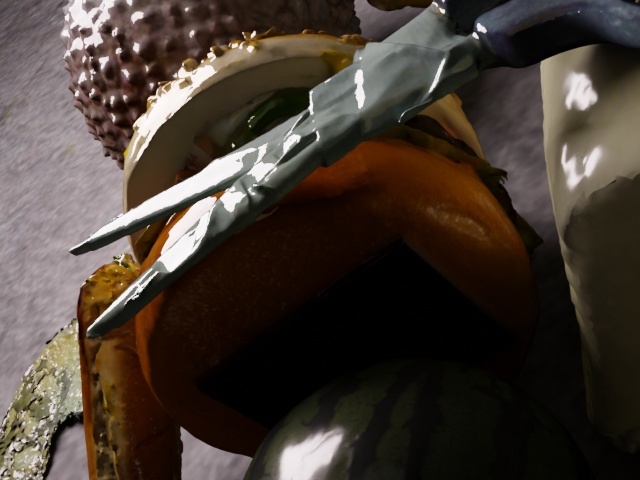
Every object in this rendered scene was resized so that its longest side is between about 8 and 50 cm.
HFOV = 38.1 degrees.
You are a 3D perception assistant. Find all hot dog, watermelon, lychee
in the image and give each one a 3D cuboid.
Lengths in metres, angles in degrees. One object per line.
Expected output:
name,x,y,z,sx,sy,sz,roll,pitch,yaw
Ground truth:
hot dog,-0.144,0.144,0.702,0.072,0.115,0.269,-5,89,-2
watermelon,0.051,0.166,0.494,0.212,0.212,0.212,-25,42,25
lychee,-0.100,-0.185,0.882,0.300,0.300,0.300,-25,42,25

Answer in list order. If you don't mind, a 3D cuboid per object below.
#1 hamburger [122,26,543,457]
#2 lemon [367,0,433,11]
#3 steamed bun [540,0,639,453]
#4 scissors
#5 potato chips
hamburger,0.000,0.000,0.635,0.291,0.291,0.225,-31,39,17
lemon,0.122,-0.348,0.861,0.258,0.258,0.310,15,70,48
steamed bun,0.259,-0.045,0.493,0.272,0.273,0.290,-10,52,16
scissors,0.030,-0.079,0.464,0.383,0.029,0.256,-33,34,7
potato chips,-0.258,0.160,0.935,0.220,0.029,0.202,-49,37,-9
